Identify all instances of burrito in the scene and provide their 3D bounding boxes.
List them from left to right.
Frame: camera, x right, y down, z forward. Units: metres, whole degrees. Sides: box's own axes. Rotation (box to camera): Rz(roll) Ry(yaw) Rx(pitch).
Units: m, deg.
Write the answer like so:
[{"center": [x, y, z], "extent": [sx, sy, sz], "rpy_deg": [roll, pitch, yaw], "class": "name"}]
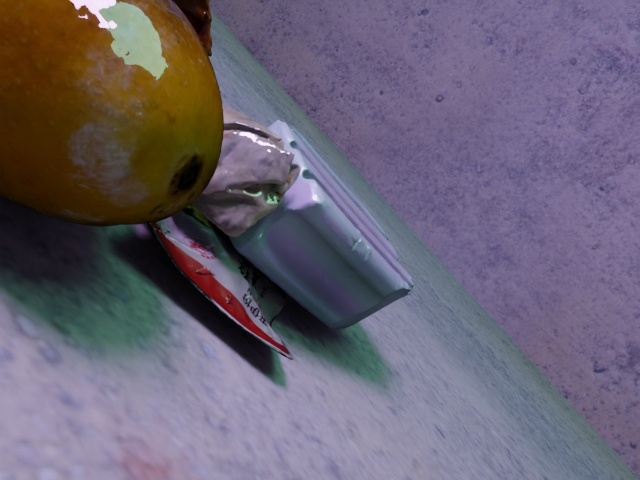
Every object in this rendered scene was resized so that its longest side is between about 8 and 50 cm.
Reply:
[{"center": [-0.133, -0.102, 0.576], "extent": [0.275, 0.082, 0.059], "rpy_deg": [37, -14, 30], "class": "burrito"}]

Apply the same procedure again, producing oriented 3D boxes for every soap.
[{"center": [0.000, 0.000, 0.660], "extent": [0.230, 0.091, 0.145], "rpy_deg": [46, 14, -46], "class": "soap"}]

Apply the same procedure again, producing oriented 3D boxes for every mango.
[{"center": [-0.175, -0.114, 0.436], "extent": [0.316, 0.146, 0.193], "rpy_deg": [36, 1, 41], "class": "mango"}]

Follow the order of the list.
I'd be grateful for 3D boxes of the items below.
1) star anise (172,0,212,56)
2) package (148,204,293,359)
[{"center": [-0.191, -0.235, 0.767], "extent": [0.346, 0.148, 0.237], "rpy_deg": [-72, 159, -79], "class": "star anise"}, {"center": [-0.081, 0.008, 0.593], "extent": [0.154, 0.030, 0.239], "rpy_deg": [44, 10, -15], "class": "package"}]
